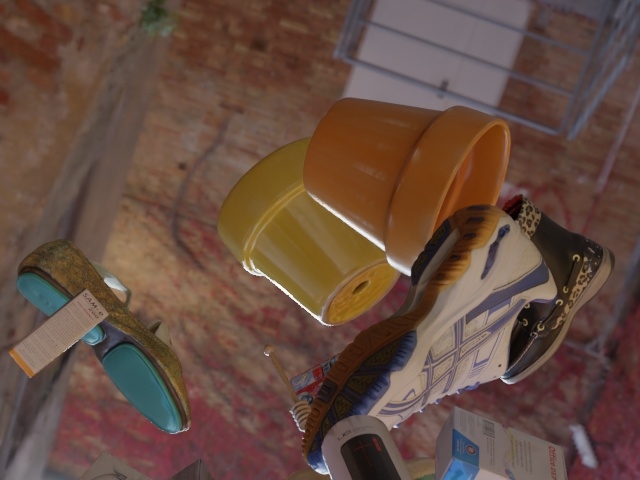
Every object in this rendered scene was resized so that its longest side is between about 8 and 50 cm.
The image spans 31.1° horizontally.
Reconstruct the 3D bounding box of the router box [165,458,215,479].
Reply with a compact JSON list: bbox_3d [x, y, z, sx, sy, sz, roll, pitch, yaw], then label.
[{"bbox_3d":[-0.211,0.339,0.995,0.082,0.301,0.335,59,178,-6],"label":"router box"}]

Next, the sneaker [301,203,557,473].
[{"bbox_3d":[0.109,0.113,1.067,0.131,0.296,0.112,41,176,-21],"label":"sneaker"}]

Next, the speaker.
[{"bbox_3d":[0.042,0.183,0.812,0.055,0.055,0.136,14,-158,-21],"label":"speaker"}]

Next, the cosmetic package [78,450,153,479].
[{"bbox_3d":[-0.331,0.585,2.060,0.377,0.097,0.284,24,-122,25],"label":"cosmetic package"}]

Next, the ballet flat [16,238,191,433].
[{"bbox_3d":[-0.295,0.133,1.708,0.348,0.123,0.123,46,-171,-10],"label":"ballet flat"}]

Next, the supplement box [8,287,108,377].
[{"bbox_3d":[-0.262,0.091,1.159,0.036,0.098,0.062,51,171,-7],"label":"supplement box"}]

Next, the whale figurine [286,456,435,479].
[{"bbox_3d":[0.068,0.381,1.669,0.216,0.141,0.272,-5,169,-43],"label":"whale figurine"}]

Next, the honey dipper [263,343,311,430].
[{"bbox_3d":[-0.050,0.218,1.750,0.030,0.030,0.160,8,-141,-40],"label":"honey dipper"}]

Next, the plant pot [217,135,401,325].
[{"bbox_3d":[0.000,0.000,1.874,0.239,0.254,0.254,51,-154,24],"label":"plant pot"}]

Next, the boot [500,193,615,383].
[{"bbox_3d":[0.274,0.066,1.594,0.179,0.236,0.085,34,-172,-22],"label":"boot"}]

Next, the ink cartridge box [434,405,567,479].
[{"bbox_3d":[0.179,0.228,1.147,0.122,0.052,0.088,20,-153,-3],"label":"ink cartridge box"}]

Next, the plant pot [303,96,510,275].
[{"bbox_3d":[0.091,-0.077,1.337,0.188,0.205,0.205,25,-166,22],"label":"plant pot"}]

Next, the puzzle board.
[{"bbox_3d":[0.005,0.253,1.938,0.011,0.128,0.096,19,-132,-47],"label":"puzzle board"}]
